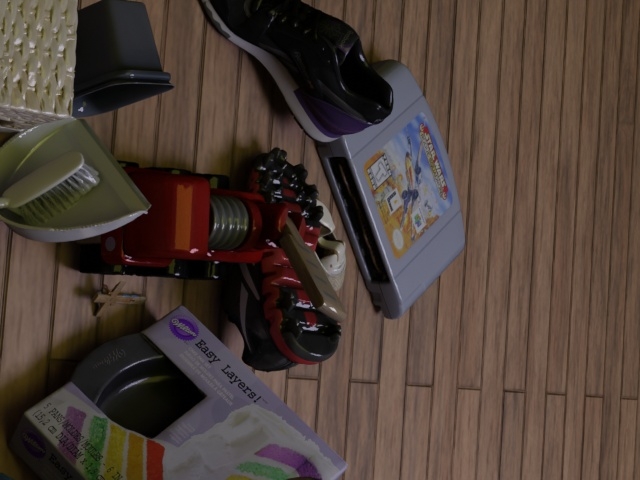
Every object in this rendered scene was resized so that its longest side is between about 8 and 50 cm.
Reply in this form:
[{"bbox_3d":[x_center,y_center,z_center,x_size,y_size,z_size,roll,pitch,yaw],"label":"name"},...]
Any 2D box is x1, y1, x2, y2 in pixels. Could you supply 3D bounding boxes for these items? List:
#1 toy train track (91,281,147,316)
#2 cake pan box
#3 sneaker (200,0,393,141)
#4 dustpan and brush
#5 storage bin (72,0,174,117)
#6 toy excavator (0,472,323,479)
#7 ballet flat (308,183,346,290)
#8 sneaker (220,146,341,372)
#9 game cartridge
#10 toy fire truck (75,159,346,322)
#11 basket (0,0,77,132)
[{"bbox_3d":[-0.213,0.058,1.515,0.048,0.014,0.083,-52,153,16],"label":"toy train track"},{"bbox_3d":[-0.142,0.214,1.456,0.267,0.070,0.246,44,42,12],"label":"cake pan box"},{"bbox_3d":[-0.018,-0.243,1.650,0.283,0.124,0.107,48,55,-24],"label":"sneaker"},{"bbox_3d":[-0.288,-0.038,1.370,0.211,0.147,0.060,-32,152,-15],"label":"dustpan and brush"},{"bbox_3d":[-0.215,-0.182,1.432,0.098,0.135,0.091,-4,84,-51],"label":"storage bin"},{"bbox_3d":[-0.201,0.325,1.217,0.445,0.222,0.433,38,77,-25],"label":"toy excavator"},{"bbox_3d":[0.000,0.000,1.753,0.057,0.052,0.168,-55,130,-36],"label":"ballet flat"},{"bbox_3d":[-0.059,0.029,1.649,0.098,0.135,0.276,14,55,-38],"label":"sneaker"},{"bbox_3d":[0.098,-0.073,1.877,0.198,0.062,0.297,-41,121,-38],"label":"game cartridge"},{"bbox_3d":[-0.100,0.001,1.474,0.217,0.246,0.158,7,84,-51],"label":"toy fire truck"},{"bbox_3d":[-0.295,-0.190,1.347,0.113,0.103,0.167,6,86,-50],"label":"basket"}]
